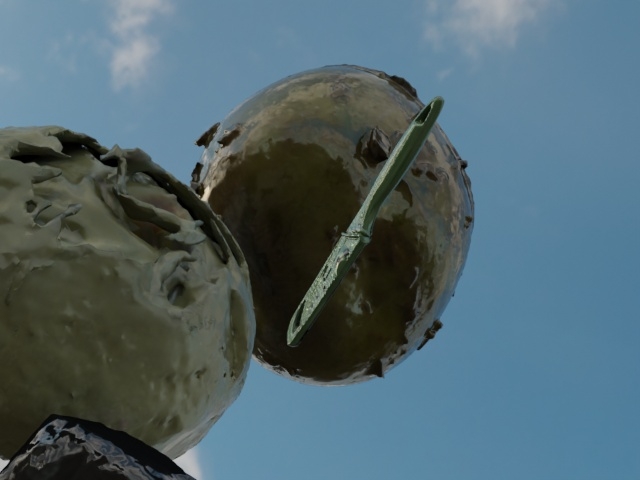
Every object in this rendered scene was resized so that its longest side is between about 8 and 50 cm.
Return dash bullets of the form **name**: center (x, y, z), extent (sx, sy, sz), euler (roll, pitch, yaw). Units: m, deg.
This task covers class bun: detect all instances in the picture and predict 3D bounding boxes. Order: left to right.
- **bun**: center (-0.148, 0.020, 0.646), extent (0.259, 0.259, 0.152), euler (38, -67, -11)

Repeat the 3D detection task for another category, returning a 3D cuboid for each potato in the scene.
- **potato**: center (0.000, 0.000, 1.429), extent (0.385, 0.319, 0.442), euler (-17, -76, 25)

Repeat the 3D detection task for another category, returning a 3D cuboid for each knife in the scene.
- **knife**: center (0.041, -0.014, 1.019), extent (0.019, 0.043, 0.293), euler (22, -69, -27)

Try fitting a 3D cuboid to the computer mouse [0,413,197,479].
- **computer mouse**: center (-0.136, 0.222, 0.474), extent (0.170, 0.269, 0.100), euler (33, -12, 36)
